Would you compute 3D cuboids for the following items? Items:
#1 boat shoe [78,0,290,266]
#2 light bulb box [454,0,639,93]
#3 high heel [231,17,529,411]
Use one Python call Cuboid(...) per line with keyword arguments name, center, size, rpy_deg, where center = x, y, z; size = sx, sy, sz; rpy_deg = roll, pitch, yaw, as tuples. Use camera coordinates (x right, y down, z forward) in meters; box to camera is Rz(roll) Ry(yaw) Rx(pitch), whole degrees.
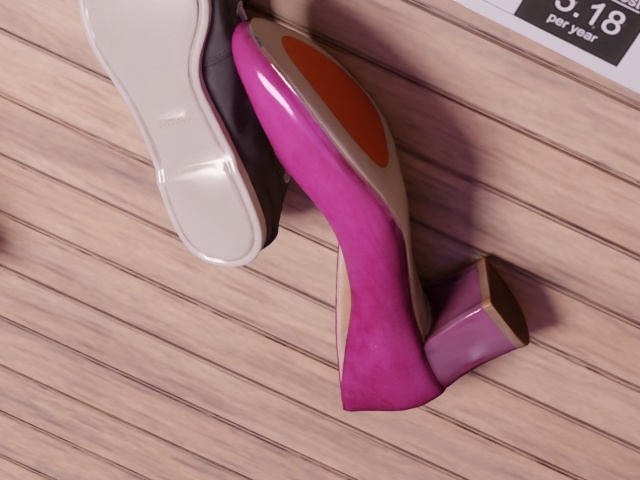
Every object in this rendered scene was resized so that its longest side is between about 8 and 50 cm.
Cuboid(name="boat shoe", center=(-0.100, -0.140, 1.217), size=(0.112, 0.095, 0.335), rpy_deg=(-2, 120, 23))
Cuboid(name="light bulb box", center=(0.279, -0.268, 0.889), size=(0.358, 0.225, 0.361), rpy_deg=(25, 130, -3))
Cuboid(name="high heel", center=(0.000, 0.000, 1.246), size=(0.181, 0.127, 0.377), rpy_deg=(-27, 118, 21))
